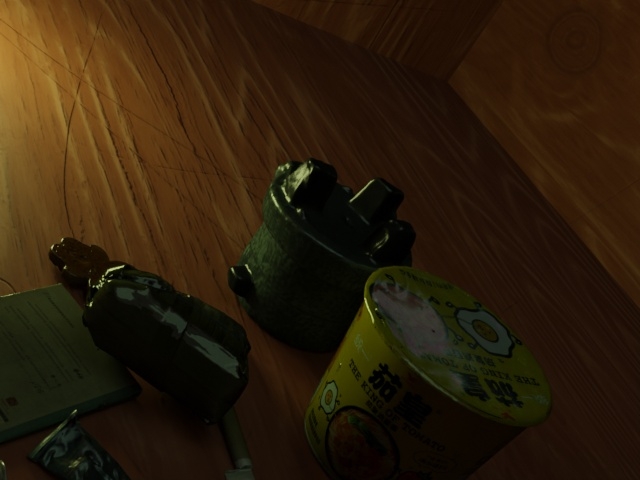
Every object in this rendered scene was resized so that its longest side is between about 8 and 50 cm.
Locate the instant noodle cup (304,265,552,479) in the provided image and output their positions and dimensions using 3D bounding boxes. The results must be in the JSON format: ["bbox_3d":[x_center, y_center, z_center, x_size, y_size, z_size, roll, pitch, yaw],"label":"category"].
[{"bbox_3d":[0.142,0.235,1.404,0.325,0.254,0.326,26,27,-14],"label":"instant noodle cup"}]

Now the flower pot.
[{"bbox_3d":[0.000,0.000,1.613,0.299,0.283,0.299,27,28,-15],"label":"flower pot"}]

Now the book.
[{"bbox_3d":[-0.386,0.153,1.194,0.215,0.025,0.282,47,29,22],"label":"book"}]

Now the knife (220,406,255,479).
[{"bbox_3d":[-0.106,0.314,1.254,0.047,0.017,0.298,7,36,-30],"label":"knife"}]

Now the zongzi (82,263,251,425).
[{"bbox_3d":[-0.212,0.115,1.347,0.250,0.125,0.274,40,11,-11],"label":"zongzi"}]

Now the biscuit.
[{"bbox_3d":[-0.329,0.058,1.422,0.175,0.026,0.124,35,24,1],"label":"biscuit"}]

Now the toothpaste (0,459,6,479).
[{"bbox_3d":[-0.475,0.239,0.908,0.323,0.066,0.100,9,35,-32],"label":"toothpaste"}]

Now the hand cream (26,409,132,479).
[{"bbox_3d":[-0.222,0.298,1.104,0.248,0.052,0.075,37,25,6],"label":"hand cream"}]
